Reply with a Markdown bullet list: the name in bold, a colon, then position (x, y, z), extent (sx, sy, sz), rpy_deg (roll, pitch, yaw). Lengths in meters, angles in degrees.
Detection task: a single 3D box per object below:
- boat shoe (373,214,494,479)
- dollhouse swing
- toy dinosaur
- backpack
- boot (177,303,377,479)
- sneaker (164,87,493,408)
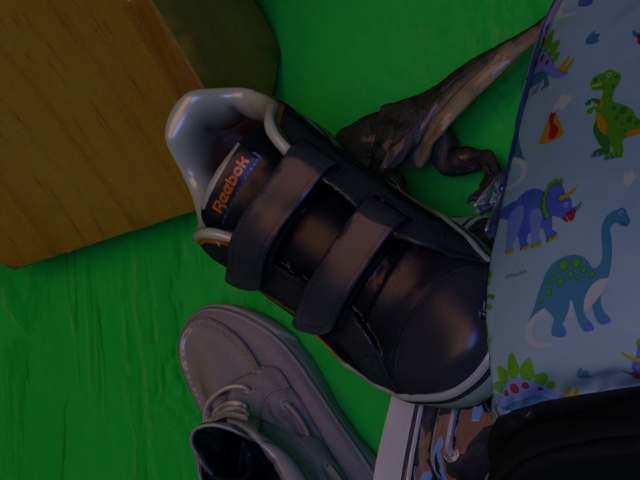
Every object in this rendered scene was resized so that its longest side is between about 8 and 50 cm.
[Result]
- **boat shoe**: position (0.112, 0.131, 1.314), extent (0.102, 0.108, 0.301), rpy_deg (1, 76, 40)
- **dollhouse swing**: position (-0.193, -0.206, 1.639), extent (0.347, 0.305, 0.315), rpy_deg (-17, 113, 35)
- **toy dinosaur**: position (0.074, -0.061, 1.402), extent (0.268, 0.064, 0.118), rpy_deg (-31, 58, 27)
- **backpack**: position (0.236, -0.008, 1.140), extent (0.290, 0.273, 0.355), rpy_deg (-7, 46, 41)
- **boot**: position (-0.051, 0.131, 1.425), extent (0.258, 0.123, 0.095), rpy_deg (44, 110, 35)
- **sneaker**: position (0.000, 0.000, 1.311), extent (0.321, 0.127, 0.126), rpy_deg (40, 102, 45)
